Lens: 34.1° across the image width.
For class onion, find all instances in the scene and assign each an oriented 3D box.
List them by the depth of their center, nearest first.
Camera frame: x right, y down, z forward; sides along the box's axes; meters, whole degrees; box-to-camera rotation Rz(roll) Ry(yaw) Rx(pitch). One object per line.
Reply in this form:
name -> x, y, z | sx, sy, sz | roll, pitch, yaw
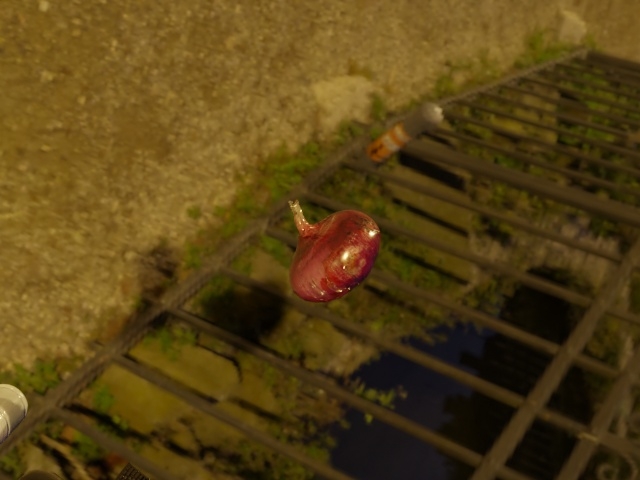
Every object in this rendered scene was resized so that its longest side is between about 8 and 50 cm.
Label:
onion -> 0.000, 0.000, 1.439 | 0.140, 0.150, 0.150 | 48, 61, -23

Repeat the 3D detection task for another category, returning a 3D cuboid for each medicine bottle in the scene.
medicine bottle -> -0.395, 0.215, 1.253 | 0.089, 0.057, 0.057 | -67, 169, -72

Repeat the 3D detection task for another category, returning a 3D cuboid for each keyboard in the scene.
keyboard -> -0.419, 0.534, 2.052 | 0.198, 0.064, 0.010 | -52, 159, -15

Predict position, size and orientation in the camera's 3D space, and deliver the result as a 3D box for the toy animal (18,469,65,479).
toy animal -> -0.345, 0.502, 1.545 | 0.251, 0.310, 0.251 | -157, -90, -89
